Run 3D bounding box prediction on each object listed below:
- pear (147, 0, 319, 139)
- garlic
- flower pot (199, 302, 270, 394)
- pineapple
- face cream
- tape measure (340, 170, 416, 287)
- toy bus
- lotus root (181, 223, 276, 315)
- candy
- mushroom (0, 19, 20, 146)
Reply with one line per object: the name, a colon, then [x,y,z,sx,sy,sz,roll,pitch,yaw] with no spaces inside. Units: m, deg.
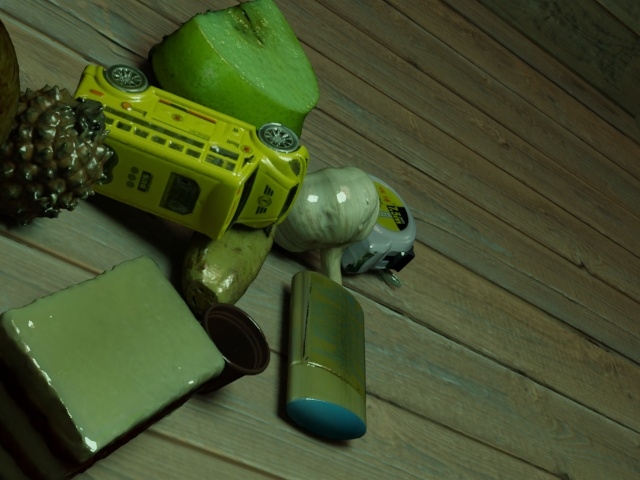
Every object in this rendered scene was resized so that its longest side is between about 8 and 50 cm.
pear: [-0.129,-0.253,2.144,0.292,0.159,0.292,33,34,-27]
garlic: [0.000,0.000,2.041,0.199,0.199,0.225,-17,101,-61]
flower pot: [-0.133,0.148,1.685,0.111,0.089,0.111,35,31,-24]
pineapple: [-0.331,-0.111,1.610,0.166,0.193,0.166,38,31,-28]
face cream: [0.010,0.170,1.898,0.139,0.067,0.285,36,29,-23]
tape measure: [0.075,-0.024,2.221,0.178,0.105,0.196,9,45,-42]
toy bus: [-0.187,-0.106,1.774,0.330,0.144,0.152,21,38,-5]
lotus root: [-0.134,0.017,1.854,0.110,0.097,0.258,35,36,-5]
candy: [-0.256,0.144,1.455,0.179,0.135,0.321,53,25,4]
mushroom: [-0.469,-0.212,1.424,0.331,0.334,0.356,47,36,-6]
